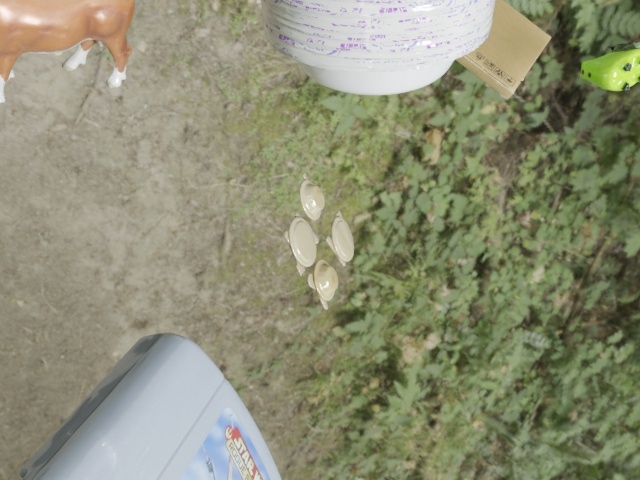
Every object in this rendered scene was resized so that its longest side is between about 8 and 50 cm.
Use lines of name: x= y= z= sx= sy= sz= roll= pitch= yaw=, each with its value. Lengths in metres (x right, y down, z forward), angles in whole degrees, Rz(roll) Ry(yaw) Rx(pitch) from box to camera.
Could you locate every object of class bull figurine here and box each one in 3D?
bull figurine: x=-0.402 y=-0.292 z=0.885 sx=0.310 sy=0.101 sz=0.188 roll=-16 pitch=146 yaw=-31

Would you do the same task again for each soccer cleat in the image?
soccer cleat: x=0.411 y=-0.234 z=0.813 sx=0.179 sy=0.072 sz=0.060 roll=-20 pitch=124 yaw=-19

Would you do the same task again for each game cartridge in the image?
game cartridge: x=-0.098 y=0.232 z=0.500 sx=0.198 sy=0.062 sz=0.297 roll=-53 pitch=128 yaw=-52

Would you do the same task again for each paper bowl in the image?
paper bowl: x=0.069 y=-0.284 z=0.797 sx=0.284 sy=0.284 sz=0.148 roll=-33 pitch=138 yaw=-33

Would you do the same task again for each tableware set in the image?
tableware set: x=0.000 y=0.000 z=0.853 sx=0.141 sy=0.020 sz=0.168 roll=59 pitch=32 yaw=-31

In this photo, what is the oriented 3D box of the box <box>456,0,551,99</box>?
box: x=0.240 y=-0.323 z=0.976 sx=0.164 sy=0.201 sz=0.021 roll=-51 pitch=178 yaw=-32
